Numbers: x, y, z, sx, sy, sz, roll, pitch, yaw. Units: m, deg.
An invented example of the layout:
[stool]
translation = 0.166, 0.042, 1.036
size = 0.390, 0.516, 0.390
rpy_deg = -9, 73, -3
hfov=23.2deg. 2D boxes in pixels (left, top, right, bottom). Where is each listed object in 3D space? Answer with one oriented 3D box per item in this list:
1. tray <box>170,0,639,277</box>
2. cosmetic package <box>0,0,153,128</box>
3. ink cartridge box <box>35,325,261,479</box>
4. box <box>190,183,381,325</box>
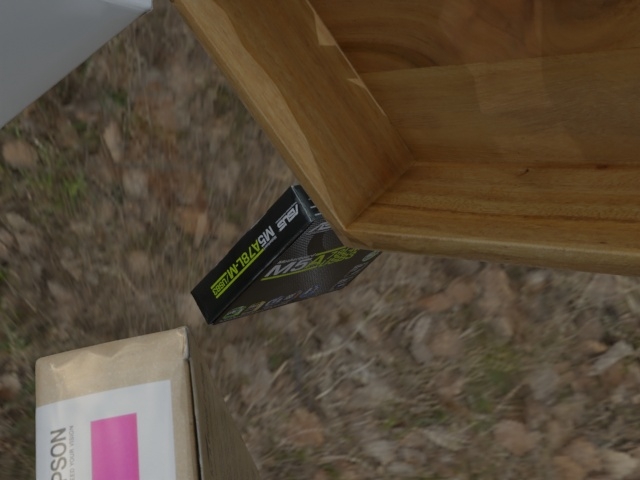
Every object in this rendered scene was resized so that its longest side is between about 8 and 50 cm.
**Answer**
[tray]
translation = 0.079, -0.086, 0.608
size = 0.076, 0.411, 0.203
rpy_deg = -43, 111, -21
[cosmetic package]
translation = -0.293, -0.186, 1.164
size = 0.197, 0.365, 0.155
rpy_deg = 13, 65, -34
[ink cartridge box]
translation = -0.078, 0.194, 0.805
size = 0.088, 0.193, 0.234
rpy_deg = -11, 55, 6
[box]
translation = 0.000, 0.000, 1.439
size = 0.191, 0.184, 0.045
rpy_deg = -14, 69, -45
